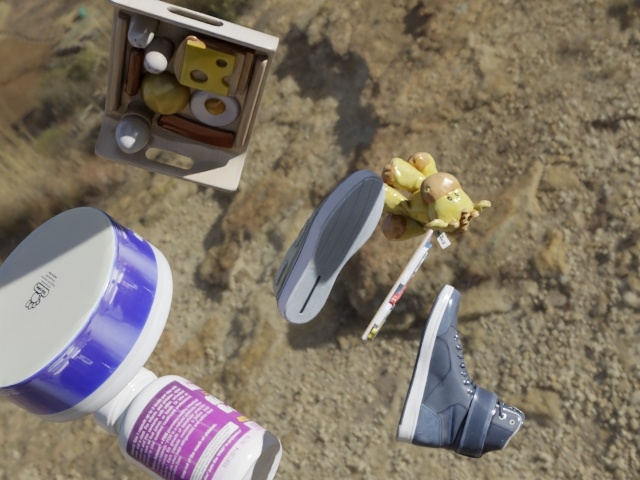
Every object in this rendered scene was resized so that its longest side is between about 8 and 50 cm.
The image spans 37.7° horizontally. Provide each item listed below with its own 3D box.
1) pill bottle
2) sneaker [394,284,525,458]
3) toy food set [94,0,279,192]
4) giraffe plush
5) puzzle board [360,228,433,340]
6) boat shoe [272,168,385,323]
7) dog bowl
[{"bbox_3d":[-0.229,0.331,1.583,0.302,0.169,0.169,28,67,21],"label":"pill bottle"},{"bbox_3d":[0.206,0.184,1.283,0.163,0.086,0.226,13,90,9],"label":"sneaker"},{"bbox_3d":[-0.193,-0.193,1.288,0.306,0.220,0.092,115,169,-54],"label":"toy food set"},{"bbox_3d":[0.211,-0.065,1.747,0.181,0.210,0.170,-50,15,-11],"label":"giraffe plush"},{"bbox_3d":[0.080,0.051,0.961,0.128,0.011,0.096,-58,-7,-4],"label":"puzzle board"},{"bbox_3d":[0.000,0.000,1.586,0.302,0.109,0.094,-58,42,17],"label":"boat shoe"},{"bbox_3d":[-0.322,0.091,1.201,0.265,0.104,0.264,-24,45,26],"label":"dog bowl"}]
